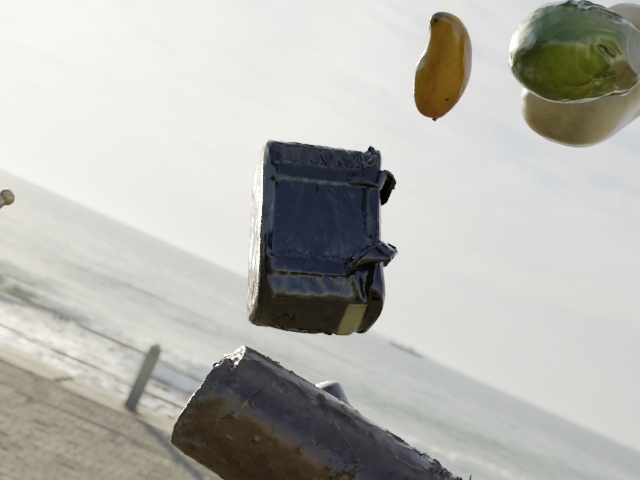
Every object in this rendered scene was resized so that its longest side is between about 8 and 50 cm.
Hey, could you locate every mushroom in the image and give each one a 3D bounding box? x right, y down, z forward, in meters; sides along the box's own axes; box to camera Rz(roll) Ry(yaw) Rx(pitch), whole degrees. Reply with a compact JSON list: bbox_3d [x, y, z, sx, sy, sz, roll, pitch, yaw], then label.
[{"bbox_3d":[0.421,-0.282,1.594,0.234,0.254,0.260,51,36,17],"label":"mushroom"}]

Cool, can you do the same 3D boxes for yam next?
[{"bbox_3d":[0.006,0.208,0.921,0.280,0.131,0.131,33,-4,-1],"label":"yam"}]

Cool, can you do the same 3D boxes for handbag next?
[{"bbox_3d":[0.000,0.000,1.305,0.181,0.254,0.181,5,-23,-10],"label":"handbag"}]

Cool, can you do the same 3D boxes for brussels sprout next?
[{"bbox_3d":[0.290,-0.216,1.137,0.155,0.117,0.155,-8,8,1],"label":"brussels sprout"}]

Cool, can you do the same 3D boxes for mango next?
[{"bbox_3d":[0.210,-0.294,1.701,0.098,0.190,0.075,3,24,-14],"label":"mango"}]

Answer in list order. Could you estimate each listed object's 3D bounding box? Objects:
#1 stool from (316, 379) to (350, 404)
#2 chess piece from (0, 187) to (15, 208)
[{"bbox_3d":[-0.027,0.278,1.500,0.125,0.121,0.217,-20,-3,-36],"label":"stool"},{"bbox_3d":[-0.340,-0.025,0.968,0.035,0.092,0.035,43,-30,32],"label":"chess piece"}]
